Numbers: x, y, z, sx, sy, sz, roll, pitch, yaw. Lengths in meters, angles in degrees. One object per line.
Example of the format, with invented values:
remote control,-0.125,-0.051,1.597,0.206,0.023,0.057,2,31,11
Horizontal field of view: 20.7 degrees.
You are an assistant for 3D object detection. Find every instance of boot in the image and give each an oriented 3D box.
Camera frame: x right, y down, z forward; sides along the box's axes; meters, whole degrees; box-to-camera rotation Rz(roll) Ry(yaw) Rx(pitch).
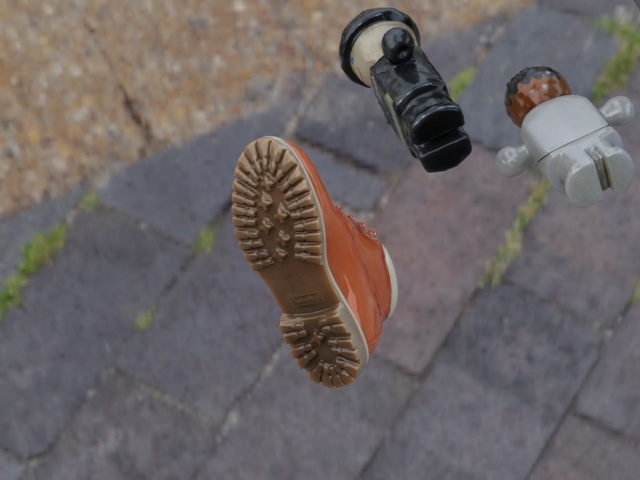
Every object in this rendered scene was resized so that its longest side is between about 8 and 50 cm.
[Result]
boot,0.000,0.000,1.052,0.059,0.158,0.084,-4,26,34

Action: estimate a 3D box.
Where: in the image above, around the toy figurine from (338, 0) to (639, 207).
toy figurine,0.140,-0.144,1.171,0.209,0.213,0.148,12,29,-28
